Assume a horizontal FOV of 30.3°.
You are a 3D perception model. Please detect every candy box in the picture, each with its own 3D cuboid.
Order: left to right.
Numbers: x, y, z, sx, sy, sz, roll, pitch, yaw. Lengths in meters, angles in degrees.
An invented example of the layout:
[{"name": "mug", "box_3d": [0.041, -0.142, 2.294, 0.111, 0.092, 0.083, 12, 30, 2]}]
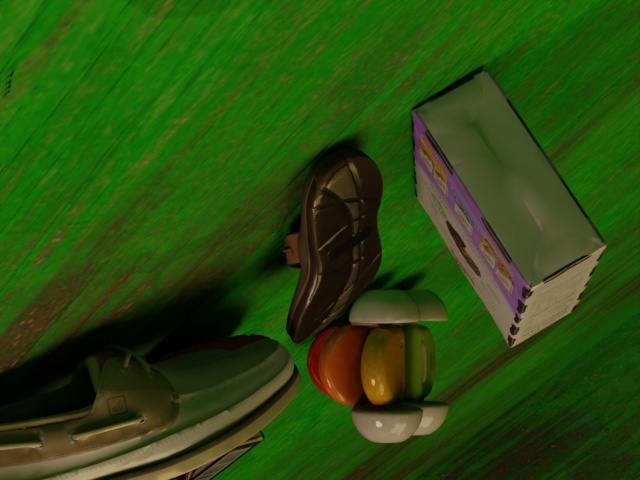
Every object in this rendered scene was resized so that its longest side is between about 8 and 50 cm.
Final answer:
[{"name": "candy box", "box_3d": [0.144, -0.018, 0.949, 0.070, 0.165, 0.196, -29, 163, -4]}]

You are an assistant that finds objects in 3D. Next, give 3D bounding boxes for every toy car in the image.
[{"name": "toy car", "box_3d": [0.059, 0.133, 1.280, 0.136, 0.159, 0.182, -2, 177, 27]}]

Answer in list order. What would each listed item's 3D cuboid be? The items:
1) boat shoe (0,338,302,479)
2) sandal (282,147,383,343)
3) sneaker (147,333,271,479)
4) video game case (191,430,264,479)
[{"name": "boat shoe", "box_3d": [-0.155, 0.135, 0.920, 0.302, 0.103, 0.113, -24, -170, -25]}, {"name": "sandal", "box_3d": [0.000, 0.000, 0.945, 0.090, 0.060, 0.219, -32, 149, -22]}, {"name": "sneaker", "box_3d": [-0.146, 0.188, 1.091, 0.299, 0.112, 0.121, -41, 160, 22]}, {"name": "video game case", "box_3d": [-0.230, 0.304, 1.378, 0.275, 0.035, 0.248, -40, 161, 24]}]
